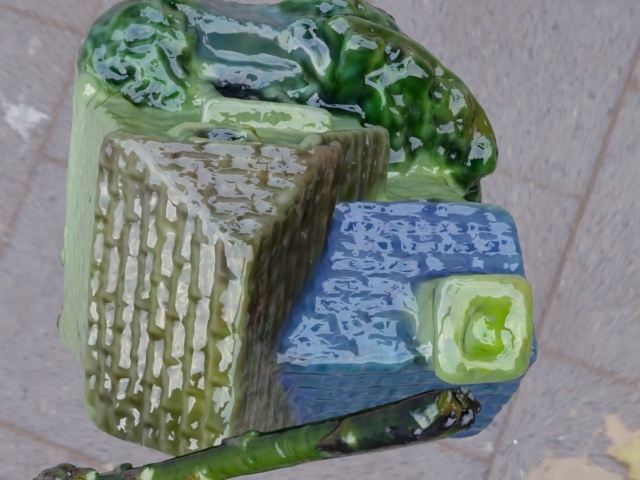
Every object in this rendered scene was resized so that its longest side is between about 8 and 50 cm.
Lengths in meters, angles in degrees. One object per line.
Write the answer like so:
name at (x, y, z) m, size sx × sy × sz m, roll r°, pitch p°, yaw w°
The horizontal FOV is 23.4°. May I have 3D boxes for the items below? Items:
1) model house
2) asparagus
model house at (0.000, 0.000, 0.674) m, size 0.214 × 0.189 × 0.195 m, roll 5°, pitch 107°, yaw -15°
asparagus at (-0.036, 0.073, 0.509) m, size 0.022 × 0.233 × 0.023 m, roll 47°, pitch 52°, yaw -21°
